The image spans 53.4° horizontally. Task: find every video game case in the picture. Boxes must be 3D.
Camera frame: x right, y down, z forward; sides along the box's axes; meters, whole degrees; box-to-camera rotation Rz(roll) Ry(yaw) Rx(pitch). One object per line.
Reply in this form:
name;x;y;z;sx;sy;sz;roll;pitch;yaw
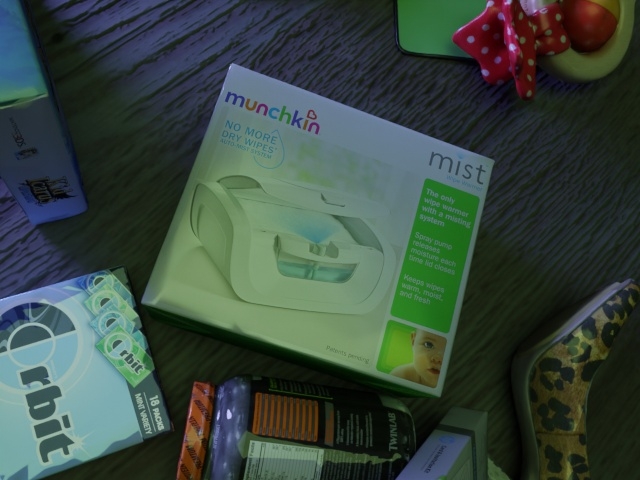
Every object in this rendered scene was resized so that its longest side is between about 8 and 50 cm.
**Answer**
video game case;-0.265;-0.175;0.521;0.061;0.244;0.269;-18;81;-16

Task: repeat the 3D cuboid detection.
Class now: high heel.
high heel;0.264;0.178;0.622;0.261;0.093;0.186;-43;82;-3

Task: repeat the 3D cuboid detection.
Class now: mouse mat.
mouse mat;0.179;-0.286;0.775;0.190;0.007;0.152;3;76;-11

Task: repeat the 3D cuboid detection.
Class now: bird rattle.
bird rattle;0.286;-0.268;0.730;0.207;0.143;0.253;23;75;-24

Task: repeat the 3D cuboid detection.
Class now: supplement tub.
supplement tub;-0.024;0.181;0.552;0.190;0.117;0.117;11;74;-9

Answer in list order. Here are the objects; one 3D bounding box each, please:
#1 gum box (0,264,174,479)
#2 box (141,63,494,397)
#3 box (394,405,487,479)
gum box;-0.240;0.123;0.557;0.184;0.041;0.157;-17;80;-15
box;0.000;0.000;0.601;0.262;0.127;0.231;20;74;-6
box;0.097;0.239;0.519;0.038;0.186;0.145;2;99;29
